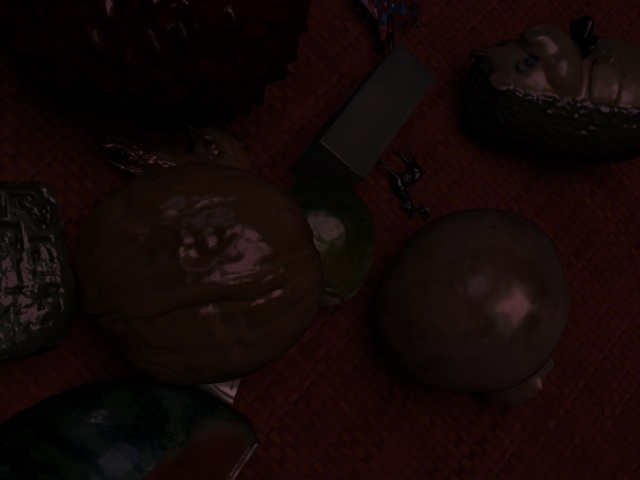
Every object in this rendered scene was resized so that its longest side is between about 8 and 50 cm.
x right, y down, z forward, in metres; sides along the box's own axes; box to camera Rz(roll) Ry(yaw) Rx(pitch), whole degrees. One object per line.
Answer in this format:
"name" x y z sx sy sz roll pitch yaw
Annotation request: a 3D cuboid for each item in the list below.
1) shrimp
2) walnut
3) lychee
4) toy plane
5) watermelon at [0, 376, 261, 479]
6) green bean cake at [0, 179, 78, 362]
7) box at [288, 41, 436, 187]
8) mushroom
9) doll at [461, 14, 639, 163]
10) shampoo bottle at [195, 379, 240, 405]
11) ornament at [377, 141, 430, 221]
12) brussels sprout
"shrimp" -0.206 -0.135 1.458 0.236 0.053 0.133 8 74 -25
"walnut" -0.156 0.044 1.297 0.313 0.252 0.277 -19 124 -1
"lychee" -0.231 -0.354 1.297 0.500 0.424 0.425 41 59 -43
"toy plane" 0.107 -0.354 1.654 0.130 0.061 0.189 12 75 -21
"watermelon" -0.238 0.278 1.239 0.319 0.222 0.292 35 69 -11
"green bean cake" -0.419 0.044 1.258 0.222 0.125 0.227 -4 80 -37
"box" 0.065 -0.179 1.546 0.086 0.129 0.225 40 64 -8
"mushroom" 0.235 0.110 1.496 0.297 0.297 0.290 -59 138 -25
"doll" 0.409 -0.247 1.666 0.349 0.247 0.247 0 75 -9
"shampoo bottle" -0.176 0.178 1.394 0.141 0.034 0.049 26 72 -13
"ornament" 0.145 -0.088 1.613 0.073 0.028 0.125 -31 87 -27
"brussels sprout" 0.005 -0.001 1.464 0.161 0.143 0.181 -51 122 -46
